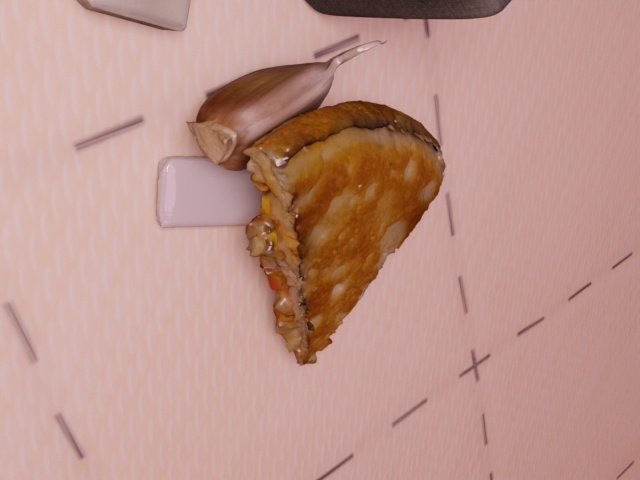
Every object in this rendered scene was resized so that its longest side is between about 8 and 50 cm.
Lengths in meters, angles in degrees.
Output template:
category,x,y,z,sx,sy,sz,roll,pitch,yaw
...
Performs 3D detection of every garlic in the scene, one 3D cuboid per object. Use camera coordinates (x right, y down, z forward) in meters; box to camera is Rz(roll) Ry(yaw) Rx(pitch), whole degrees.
category,x,y,z,sx,sy,sz,roll,pitch,yaw
garlic,-0.049,-0.178,0.839,0.266,0.148,0.128,-44,140,-18

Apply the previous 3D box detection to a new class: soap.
category,x,y,z,sx,sy,sz,roll,pitch,yaw
soap,-0.197,-0.335,0.731,0.122,0.064,0.183,3,103,-40

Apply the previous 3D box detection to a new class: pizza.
category,x,y,z,sx,sy,sz,roll,pitch,yaw
pizza,0.000,0.000,0.938,0.440,0.130,0.405,-9,125,-55

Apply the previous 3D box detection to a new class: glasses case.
category,x,y,z,sx,sy,sz,roll,pitch,yaw
glasses case,0.078,-0.326,0.774,0.074,0.323,0.131,-52,132,-15

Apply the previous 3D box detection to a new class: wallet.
category,x,y,z,sx,sy,sz,roll,pitch,yaw
wallet,-0.128,-0.065,0.891,0.190,0.033,0.095,-5,109,-35
